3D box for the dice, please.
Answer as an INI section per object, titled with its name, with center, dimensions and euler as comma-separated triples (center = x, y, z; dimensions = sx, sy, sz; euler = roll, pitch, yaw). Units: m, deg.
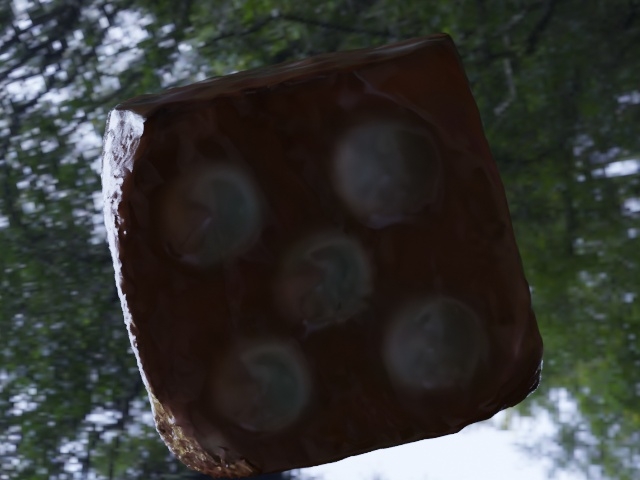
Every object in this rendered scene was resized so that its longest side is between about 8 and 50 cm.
[dice]
center = 0.000, 0.000, 0.711
dimensions = 0.174, 0.175, 0.179
euler = -69, -37, -81
